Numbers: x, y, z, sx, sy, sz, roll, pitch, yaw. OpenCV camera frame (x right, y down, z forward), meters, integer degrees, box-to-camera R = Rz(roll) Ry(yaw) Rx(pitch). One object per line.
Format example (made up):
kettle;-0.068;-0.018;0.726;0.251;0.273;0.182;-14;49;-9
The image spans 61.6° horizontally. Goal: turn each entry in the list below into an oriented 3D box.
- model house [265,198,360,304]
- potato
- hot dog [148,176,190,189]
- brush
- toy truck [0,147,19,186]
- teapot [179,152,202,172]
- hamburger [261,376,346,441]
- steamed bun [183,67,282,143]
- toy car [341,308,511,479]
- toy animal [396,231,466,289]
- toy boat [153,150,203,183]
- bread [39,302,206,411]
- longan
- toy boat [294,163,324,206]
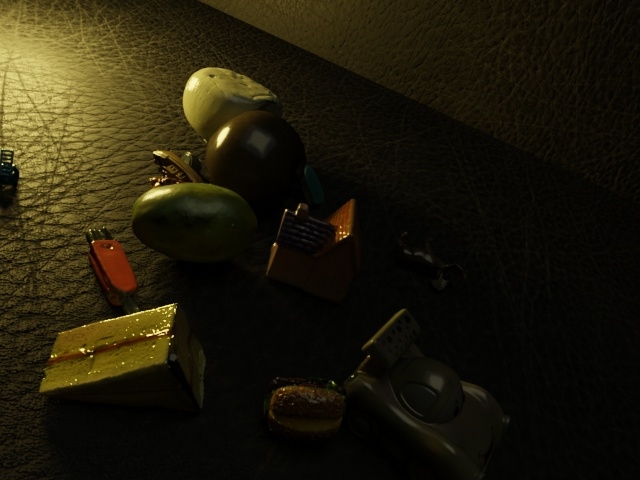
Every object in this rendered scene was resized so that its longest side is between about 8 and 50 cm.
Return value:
model house;0.000;0.000;1.446;0.237;0.237;0.202;21;35;-3
potato;-0.314;-0.043;1.351;0.305;0.215;0.215;-2;40;-18
hot dog;-0.377;-0.121;1.532;0.249;0.076;0.102;23;37;-2
brush;-0.472;0.080;1.226;0.070;0.051;0.323;1;36;-40
toy truck;-0.793;-0.186;1.358;0.056;0.090;0.073;4;38;-27
teapot;-0.414;-0.243;1.701;0.088;0.066;0.057;22;5;40
hamburger;-0.030;0.332;1.059;0.166;0.137;0.087;10;14;-10
steamed bun;-0.322;-0.450;1.883;0.312;0.233;0.334;37;27;23
toy car;0.229;0.339;1.126;0.336;0.226;0.242;35;35;19
toy animal;0.343;0.070;1.701;0.214;0.093;0.186;10;31;-6
toy boat;-0.436;-0.206;1.629;0.206;0.064;0.072;39;51;22
bread;-0.373;0.252;1.053;0.264;0.163;0.167;-13;40;2
longan;-0.191;-0.256;1.650;0.288;0.288;0.350;32;41;13
toy boat;-0.064;-0.193;1.810;0.091;0.110;0.175;-25;98;-47
